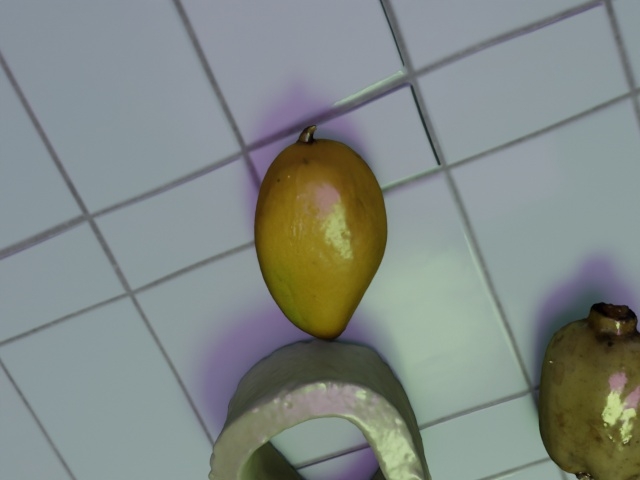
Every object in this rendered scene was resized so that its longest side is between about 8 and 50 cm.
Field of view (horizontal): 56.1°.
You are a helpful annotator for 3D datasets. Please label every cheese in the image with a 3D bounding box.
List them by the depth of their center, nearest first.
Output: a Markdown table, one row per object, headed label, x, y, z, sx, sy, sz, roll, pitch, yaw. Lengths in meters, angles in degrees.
| label | x | y | z | sx | sy | sz | roll | pitch | yaw |
| --- | --- | --- | --- | --- | --- | --- | --- | --- | --- |
| cheese | 0.012 | 0.325 | 0.879 | 0.293 | 0.153 | 0.332 | -30 | 105 | 12 |

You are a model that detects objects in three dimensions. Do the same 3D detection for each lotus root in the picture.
| label | x | y | z | sx | sy | sz | roll | pitch | yaw |
| --- | --- | --- | --- | --- | --- | --- | --- | --- | --- |
| lotus root | 0.387 | 0.216 | 0.826 | 0.160 | 0.146 | 0.283 | 4 | 108 | 15 |

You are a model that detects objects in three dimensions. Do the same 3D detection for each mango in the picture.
| label | x | y | z | sx | sy | sz | roll | pitch | yaw |
| --- | --- | --- | --- | --- | --- | --- | --- | --- | --- |
| mango | 0.000 | 0.000 | 0.805 | 0.177 | 0.119 | 0.316 | 2 | 116 | 0 |
